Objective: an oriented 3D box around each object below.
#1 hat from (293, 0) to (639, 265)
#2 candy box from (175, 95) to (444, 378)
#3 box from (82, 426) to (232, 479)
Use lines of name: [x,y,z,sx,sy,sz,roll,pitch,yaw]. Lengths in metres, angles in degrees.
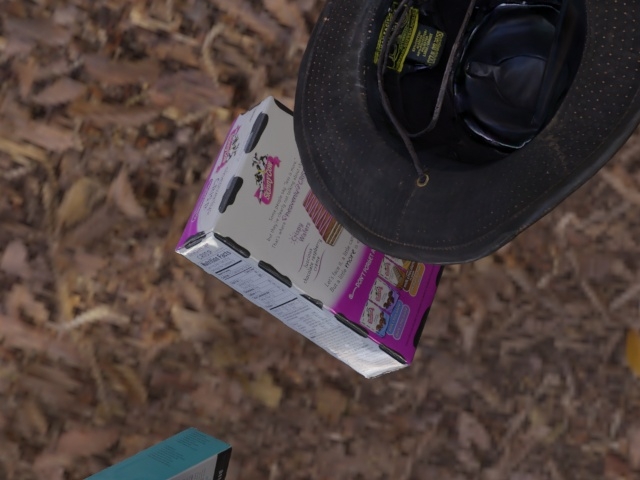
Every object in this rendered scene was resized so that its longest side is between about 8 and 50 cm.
hat: [0.135,-0.117,1.074,0.134,0.331,0.331,20,143,-40]
candy box: [0.000,0.000,1.413,0.233,0.159,0.071,36,146,-21]
box: [-0.192,0.283,1.612,0.060,0.244,0.100,22,111,26]
